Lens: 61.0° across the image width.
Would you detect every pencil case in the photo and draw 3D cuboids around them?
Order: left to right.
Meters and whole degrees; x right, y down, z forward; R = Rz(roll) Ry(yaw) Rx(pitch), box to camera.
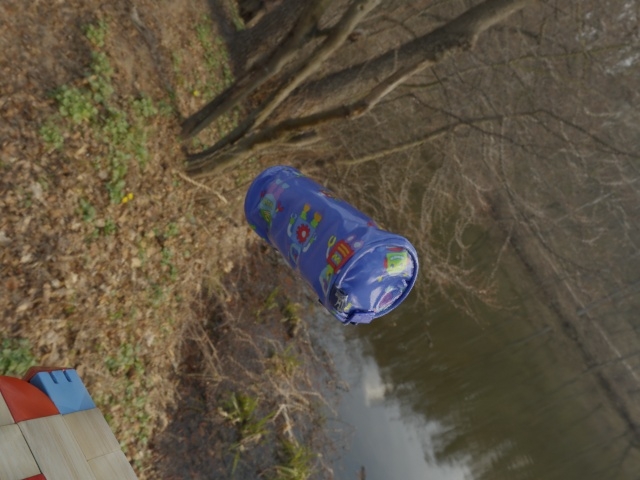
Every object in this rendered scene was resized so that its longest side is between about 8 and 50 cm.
[{"bbox_3d":[0.000,0.000,0.739,0.119,0.133,0.306,16,15,-36],"label":"pencil case"}]

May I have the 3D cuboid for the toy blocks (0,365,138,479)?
[{"bbox_3d":[-0.289,0.183,0.401,0.261,0.190,0.381,51,9,19],"label":"toy blocks"}]
